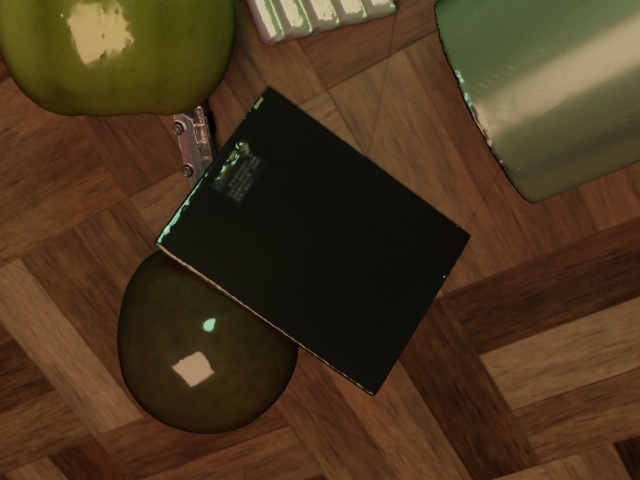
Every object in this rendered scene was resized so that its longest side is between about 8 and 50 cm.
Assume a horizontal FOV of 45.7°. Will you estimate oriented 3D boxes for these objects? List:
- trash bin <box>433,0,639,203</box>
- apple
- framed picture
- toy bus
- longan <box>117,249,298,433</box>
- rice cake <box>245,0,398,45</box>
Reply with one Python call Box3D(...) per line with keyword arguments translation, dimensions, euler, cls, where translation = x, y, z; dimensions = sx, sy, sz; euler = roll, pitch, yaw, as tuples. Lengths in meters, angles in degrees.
Box3D(translation=(0.354, -0.234, 0.733), dimensions=(0.432, 0.280, 0.280), euler=(-26, 109, 25), cls="trash bin")
Box3D(translation=(-0.233, -0.259, 0.857), dimensions=(0.279, 0.279, 0.279), euler=(4, 117, 8), cls="apple")
Box3D(translation=(0.000, 0.000, 0.967), dimensions=(0.338, 0.014, 0.255), euler=(35, 75, -9), cls="framed picture")
Box3D(translation=(-0.164, -0.126, 1.013), dimensions=(0.052, 0.037, 0.131), euler=(-3, 116, 10), cls="toy bus")
Box3D(translation=(-0.150, 0.131, 1.031), dimensions=(0.257, 0.258, 0.258), euler=(4, 117, 8), cls="longan")
Box3D(translation=(-0.024, -0.336, 0.882), dimensions=(0.189, 0.037, 0.198), euler=(-11, 114, 15), cls="rice cake")
